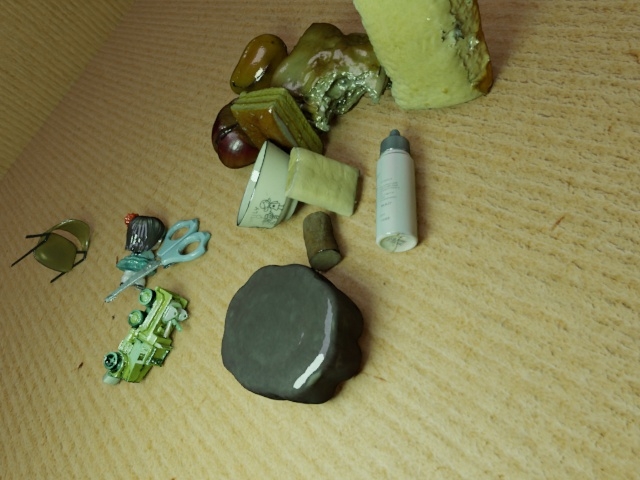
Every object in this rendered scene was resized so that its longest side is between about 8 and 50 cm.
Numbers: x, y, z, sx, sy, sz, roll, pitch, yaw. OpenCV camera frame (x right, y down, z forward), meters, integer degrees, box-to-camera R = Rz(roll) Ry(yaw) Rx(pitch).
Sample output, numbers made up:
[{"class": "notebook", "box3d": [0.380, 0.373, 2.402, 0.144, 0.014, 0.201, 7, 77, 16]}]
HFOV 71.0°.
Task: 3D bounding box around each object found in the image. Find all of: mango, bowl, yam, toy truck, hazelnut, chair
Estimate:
[{"class": "mango", "box3d": [-0.209, -0.586, 1.523, 0.236, 0.136, 0.166, -39, 52, 17]}, {"class": "bowl", "box3d": [-0.125, -0.132, 1.173, 0.237, 0.126, 0.238, -163, 90, -76]}, {"class": "yam", "box3d": [0.001, 0.002, 1.077, 0.084, 0.084, 0.127, -28, 48, 18]}, {"class": "toy truck", "box3d": [-0.457, 0.266, 1.213, 0.135, 0.128, 0.260, 27, 81, 27]}, {"class": "hazelnut", "box3d": [-0.250, -0.319, 1.383, 0.178, 0.178, 0.204, -36, 70, 13]}, {"class": "chair", "box3d": [-0.997, 0.032, 1.695, 0.246, 0.158, 0.173, -16, 54, 28]}]

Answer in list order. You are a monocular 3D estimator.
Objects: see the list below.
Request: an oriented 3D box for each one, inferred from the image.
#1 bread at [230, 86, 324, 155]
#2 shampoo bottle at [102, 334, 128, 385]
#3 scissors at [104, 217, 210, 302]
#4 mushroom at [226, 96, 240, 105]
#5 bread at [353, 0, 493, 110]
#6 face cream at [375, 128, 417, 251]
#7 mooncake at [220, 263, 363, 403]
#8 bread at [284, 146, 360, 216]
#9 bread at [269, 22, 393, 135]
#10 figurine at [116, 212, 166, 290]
[{"class": "bread", "box3d": [-0.114, -0.295, 1.218, 0.184, 0.234, 0.111, 14, 68, 40]}, {"class": "shampoo bottle", "box3d": [-0.550, 0.310, 1.293, 0.213, 0.049, 0.072, -62, 17, -12]}, {"class": "scissors", "box3d": [-0.496, 0.070, 1.354, 0.360, 0.029, 0.191, -41, 49, -12]}, {"class": "mushroom", "box3d": [-0.254, -0.415, 1.493, 0.170, 0.080, 0.135, 6, 80, 36]}, {"class": "bread", "box3d": [0.236, -0.465, 0.985, 0.236, 0.375, 0.165, 1, 57, 31]}, {"class": "face cream", "box3d": [0.171, -0.130, 1.023, 0.092, 0.092, 0.312, -13, 59, 29]}, {"class": "mooncake", "box3d": [-0.059, 0.200, 0.952, 0.305, 0.154, 0.306, -18, 55, 27]}, {"class": "bread", "box3d": [0.007, -0.144, 1.091, 0.060, 0.178, 0.140, -37, 43, 57]}, {"class": "bread", "box3d": [0.026, -0.451, 1.246, 0.369, 0.191, 0.314, 23, 78, 39]}, {"class": "figurine", "box3d": [-0.582, 0.030, 1.434, 0.110, 0.137, 0.246, 127, 152, -66]}]
